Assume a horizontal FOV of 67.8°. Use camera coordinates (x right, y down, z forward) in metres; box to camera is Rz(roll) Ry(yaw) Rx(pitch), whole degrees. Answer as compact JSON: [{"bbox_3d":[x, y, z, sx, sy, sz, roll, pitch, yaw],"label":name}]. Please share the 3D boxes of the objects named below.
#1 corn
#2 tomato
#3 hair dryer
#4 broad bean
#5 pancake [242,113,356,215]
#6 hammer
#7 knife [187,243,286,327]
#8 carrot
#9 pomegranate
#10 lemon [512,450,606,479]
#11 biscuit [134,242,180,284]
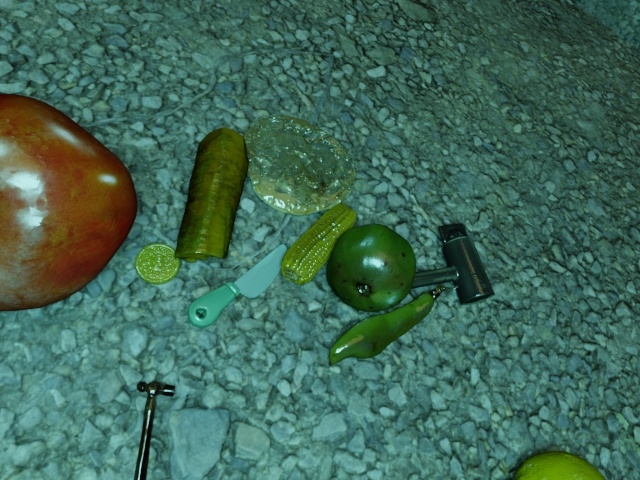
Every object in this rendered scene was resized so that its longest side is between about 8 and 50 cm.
[{"bbox_3d":[0.000,0.000,1.023,0.080,0.080,0.231,40,60,2],"label":"corn"},{"bbox_3d":[-0.465,-0.054,0.743,0.293,0.324,0.290,28,14,-1],"label":"tomato"},{"bbox_3d":[0.255,0.059,1.097,0.249,0.078,0.195,-8,66,-17],"label":"hair dryer"},{"bbox_3d":[0.147,0.173,0.995,0.325,0.075,0.067,-27,47,-25],"label":"broad bean"},{"bbox_3d":[-0.052,-0.180,1.110,0.283,0.049,0.282,8,63,-15],"label":"pancake"},{"bbox_3d":[-0.286,0.326,0.794,0.065,0.021,0.178,9,63,-17],"label":"hammer"},{"bbox_3d":[-0.150,0.090,0.956,0.260,0.034,0.063,-35,84,-33],"label":"knife"},{"bbox_3d":[-0.215,-0.089,0.971,0.114,0.114,0.301,12,64,-14],"label":"carrot"},{"bbox_3d":[0.110,0.041,1.001,0.187,0.187,0.225,28,32,-5],"label":"pomegranate"},{"bbox_3d":[0.457,0.489,0.894,0.207,0.173,0.173,7,63,-26],"label":"lemon"},{"bbox_3d":[-0.314,0.045,0.920,0.084,0.023,0.083,7,64,-15],"label":"biscuit"}]
